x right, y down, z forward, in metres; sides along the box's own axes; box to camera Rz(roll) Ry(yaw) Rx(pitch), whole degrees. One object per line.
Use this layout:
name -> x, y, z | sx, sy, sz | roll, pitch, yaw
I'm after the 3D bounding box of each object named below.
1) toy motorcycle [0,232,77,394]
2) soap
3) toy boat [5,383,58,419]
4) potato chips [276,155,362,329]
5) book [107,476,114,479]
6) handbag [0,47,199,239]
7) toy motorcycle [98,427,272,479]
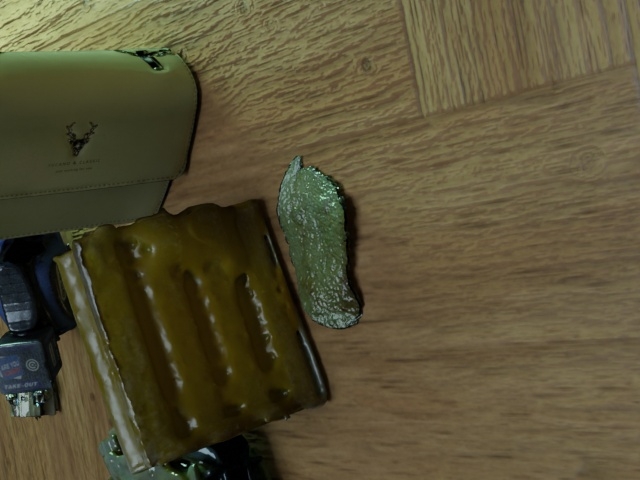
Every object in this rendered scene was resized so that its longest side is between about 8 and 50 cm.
toy motorcycle -> -0.450, 0.028, 1.515 | 0.125, 0.213, 0.359 | -8, 110, 5
soap -> -0.152, 0.107, 1.234 | 0.143, 0.259, 0.281 | -35, 72, 56
toy boat -> -0.493, 0.203, 1.734 | 0.084, 0.066, 0.210 | -4, 87, 12
potato chips -> 0.000, 0.000, 1.215 | 0.142, 0.026, 0.209 | -46, 64, 44
book -> -0.332, 0.426, 1.497 | 0.025, 0.191, 0.269 | 35, 113, 7
handbag -> -0.350, -0.130, 1.299 | 0.160, 0.358, 0.237 | 47, 129, 30
toy motorcycle -> -0.156, 0.358, 1.356 | 0.237, 0.168, 0.410 | -26, 75, 39
